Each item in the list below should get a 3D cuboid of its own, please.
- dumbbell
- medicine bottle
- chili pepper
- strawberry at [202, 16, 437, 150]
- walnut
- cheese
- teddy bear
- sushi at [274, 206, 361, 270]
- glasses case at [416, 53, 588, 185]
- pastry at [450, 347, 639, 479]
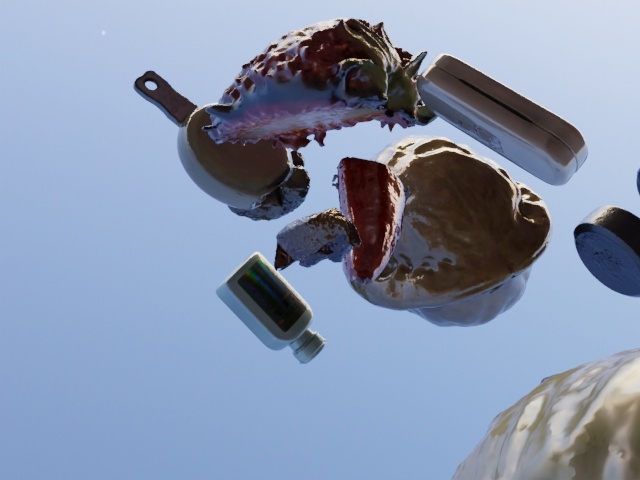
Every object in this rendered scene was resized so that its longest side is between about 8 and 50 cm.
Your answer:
[{"bbox_3d":[0.524,-0.030,1.410,0.218,0.152,0.152,-39,-104,-17],"label":"dumbbell"},{"bbox_3d":[-0.088,0.140,1.737,0.229,0.083,0.121,48,-135,-6],"label":"medicine bottle"},{"bbox_3d":[0.048,-0.012,0.912,0.088,0.065,0.169,29,-145,-17],"label":"chili pepper"},{"bbox_3d":[-0.028,-0.190,1.069,0.233,0.306,0.137,0,-92,-50],"label":"strawberry"},{"bbox_3d":[0.212,-0.016,1.603,0.384,0.383,0.383,13,-130,-16],"label":"walnut"},{"bbox_3d":[-0.178,-0.172,1.424,0.286,0.082,0.163,43,-131,3],"label":"cheese"},{"bbox_3d":[-0.116,-0.125,1.605,0.177,0.140,0.190,-8,-120,-10],"label":"teddy bear"},{"bbox_3d":[0.000,0.000,0.756,0.050,0.099,0.047,-19,-92,-38],"label":"sushi"},{"bbox_3d":[0.188,-0.128,0.940,0.196,0.083,0.050,36,-95,27],"label":"glasses case"},{"bbox_3d":[0.262,0.239,0.573,0.313,0.388,0.388,-25,-112,-43],"label":"pastry"}]
